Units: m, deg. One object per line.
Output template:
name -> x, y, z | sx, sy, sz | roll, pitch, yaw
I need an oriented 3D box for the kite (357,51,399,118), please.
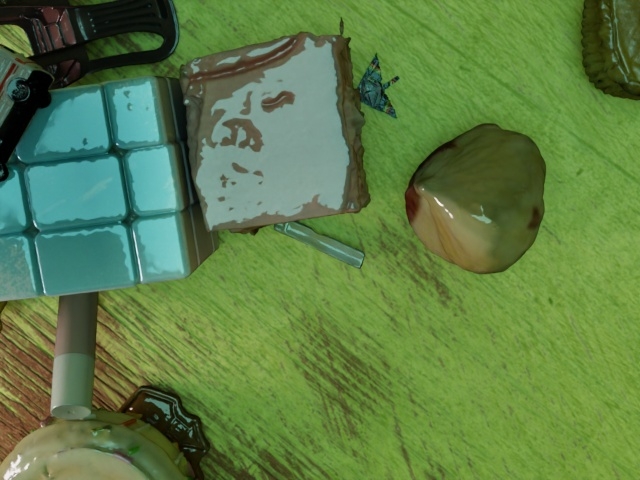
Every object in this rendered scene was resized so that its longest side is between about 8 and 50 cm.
kite -> 0.101, -0.269, 1.606 | 0.090, 0.004, 0.122 | -23, 97, 5

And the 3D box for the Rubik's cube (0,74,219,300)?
Rubik's cube -> -0.362, -0.095, 1.489 | 0.321, 0.319, 0.316 | -6, 98, 4

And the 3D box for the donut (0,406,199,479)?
donut -> -0.405, 0.442, 1.619 | 0.370, 0.150, 0.308 | -9, 111, 10

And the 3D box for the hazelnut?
hazelnut -> 0.256, -0.066, 1.505 | 0.241, 0.261, 0.261 | 27, 100, -38

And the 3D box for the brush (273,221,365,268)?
brush -> 0.000, 0.000, 1.637 | 0.178, 0.030, 0.033 | 25, 105, 9

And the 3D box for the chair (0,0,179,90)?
chair -> -0.433, -0.359, 1.559 | 0.326, 0.183, 0.176 | -22, 98, -40

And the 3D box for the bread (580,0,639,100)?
bread -> 0.551, -0.361, 1.511 | 0.227, 0.142, 0.254 | -4, 95, 4

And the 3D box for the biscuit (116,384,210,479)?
biscuit -> -0.300, 0.387, 1.695 | 0.215, 0.034, 0.182 | 43, 98, -4

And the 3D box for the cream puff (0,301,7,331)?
cream puff -> -0.638, 0.099, 1.598 | 0.194, 0.221, 0.195 | -13, 130, -16

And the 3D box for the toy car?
toy car -> -0.474, -0.174, 1.281 | 0.108, 0.089, 0.210 | 31, 94, 2

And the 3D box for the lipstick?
lipstick -> -0.430, 0.182, 1.581 | 0.070, 0.070, 0.255 | -8, 58, 3

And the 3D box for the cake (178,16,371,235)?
cake -> -0.067, -0.167, 1.475 | 0.293, 0.307, 0.315 | -11, 97, 5
